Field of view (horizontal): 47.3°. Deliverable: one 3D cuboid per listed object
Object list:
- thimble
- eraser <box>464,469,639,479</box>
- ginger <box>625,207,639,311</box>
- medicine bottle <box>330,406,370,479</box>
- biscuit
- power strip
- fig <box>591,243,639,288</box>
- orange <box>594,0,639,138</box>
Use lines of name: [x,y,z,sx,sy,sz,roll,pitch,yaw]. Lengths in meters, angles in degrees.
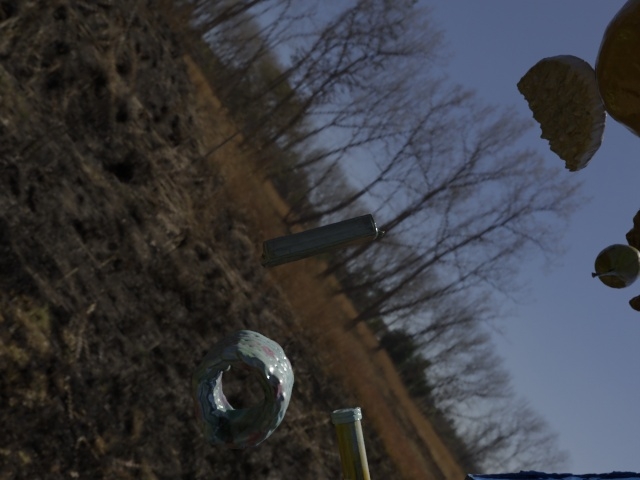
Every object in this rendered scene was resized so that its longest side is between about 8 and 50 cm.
thimble: [-0.154,0.290,1.402,0.185,0.211,0.149,28,10,-1]
eraser: [0.262,0.287,0.676,0.311,0.144,0.042,7,7,-22]
ginger: [0.824,0.023,1.758,0.080,0.166,0.333,-48,131,-62]
medicine bottle: [0.076,0.508,1.724,0.074,0.073,0.218,81,-1,-85]
biscuit: [0.564,-0.308,1.650,0.179,0.084,0.281,-55,-134,51]
power strip: [0.000,0.000,1.560,0.078,0.272,0.052,102,-28,-79]
fig: [0.564,0.068,1.418,0.093,0.166,0.093,23,-49,30]
orange: [0.585,-0.284,1.168,0.279,0.279,0.235,55,11,-23]
